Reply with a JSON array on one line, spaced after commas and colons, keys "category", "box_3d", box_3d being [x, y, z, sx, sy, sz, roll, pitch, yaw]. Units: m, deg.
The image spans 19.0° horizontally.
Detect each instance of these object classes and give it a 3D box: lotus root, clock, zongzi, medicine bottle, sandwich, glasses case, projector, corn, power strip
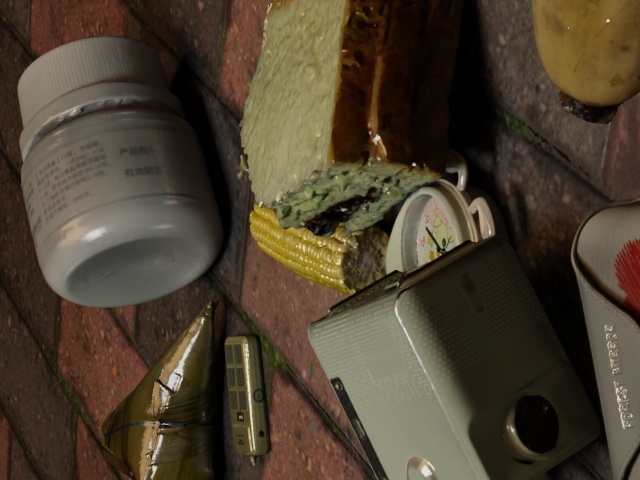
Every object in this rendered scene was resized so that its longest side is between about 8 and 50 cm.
[{"category": "lotus root", "box_3d": [0.235, -0.214, 1.488, 0.154, 0.140, 0.257, -57, -26, -51]}, {"category": "clock", "box_3d": [0.130, 0.012, 1.864, 0.191, 0.062, 0.151, 108, 148, -41]}, {"category": "zongzi", "box_3d": [-0.214, 0.200, 2.624, 0.260, 0.123, 0.289, -159, 76, -67]}, {"category": "medicine bottle", "box_3d": [-0.275, -0.092, 2.530, 0.245, 0.245, 0.306, 124, 136, -55]}, {"category": "sandwich", "box_3d": [0.023, -0.145, 1.935, 0.325, 0.131, 0.262, 149, 130, -63]}, {"category": "glasses case", "box_3d": [0.275, 0.109, 1.530, 0.128, 0.083, 0.308, 152, 111, -65]}, {"category": "projector", "box_3d": [0.125, 0.135, 1.723, 0.177, 0.163, 0.242, -23, 93, 57]}, {"category": "corn", "box_3d": [0.000, 0.000, 2.116, 0.244, 0.093, 0.093, -148, 57, -61]}, {"category": "power strip", "box_3d": [-0.095, 0.206, 2.450, 0.076, 0.028, 0.169, 170, 95, -65]}]
